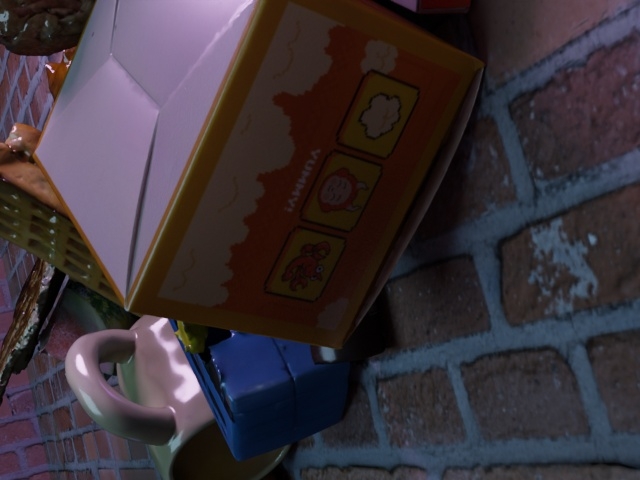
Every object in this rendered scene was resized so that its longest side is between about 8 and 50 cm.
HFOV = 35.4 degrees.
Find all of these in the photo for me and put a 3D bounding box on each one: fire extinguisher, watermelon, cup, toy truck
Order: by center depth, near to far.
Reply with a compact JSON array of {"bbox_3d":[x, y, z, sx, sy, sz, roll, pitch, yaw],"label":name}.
[{"bbox_3d":[0.000,0.000,0.958,0.099,0.071,0.231,161,97,-71],"label":"fire extinguisher"},{"bbox_3d":[-0.109,0.047,1.112,0.385,0.161,0.162,57,156,37],"label":"toy truck"},{"bbox_3d":[-0.180,0.189,1.198,0.202,0.255,0.173,54,141,41],"label":"cup"},{"bbox_3d":[-0.410,0.145,1.755,0.305,0.180,0.224,176,74,-76],"label":"watermelon"}]

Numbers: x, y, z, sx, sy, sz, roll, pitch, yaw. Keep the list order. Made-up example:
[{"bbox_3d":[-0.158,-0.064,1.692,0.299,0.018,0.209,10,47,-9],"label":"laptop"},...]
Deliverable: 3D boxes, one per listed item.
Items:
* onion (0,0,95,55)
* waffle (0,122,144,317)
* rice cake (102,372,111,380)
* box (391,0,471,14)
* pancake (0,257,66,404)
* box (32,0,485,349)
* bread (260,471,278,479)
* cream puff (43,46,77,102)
[{"bbox_3d":[-0.220,-0.337,0.984,0.353,0.353,0.354,37,133,55],"label":"onion"},{"bbox_3d":[-0.304,-0.009,1.372,0.327,0.098,0.224,31,154,-5],"label":"waffle"},{"bbox_3d":[-0.410,0.139,1.899,0.052,0.057,0.256,6,109,37],"label":"rice cake"},{"bbox_3d":[0.042,-0.262,0.782,0.229,0.050,0.123,43,135,52],"label":"box"},{"bbox_3d":[-0.474,0.102,1.702,0.427,0.066,0.305,-60,19,24],"label":"pancake"},{"bbox_3d":[-0.064,-0.101,0.814,0.283,0.213,0.260,46,116,50],"label":"box"},{"bbox_3d":[-0.112,0.330,1.291,0.241,0.107,0.136,52,145,43],"label":"bread"},{"bbox_3d":[-0.295,-0.169,1.427,0.241,0.154,0.269,43,132,44],"label":"cream puff"}]
